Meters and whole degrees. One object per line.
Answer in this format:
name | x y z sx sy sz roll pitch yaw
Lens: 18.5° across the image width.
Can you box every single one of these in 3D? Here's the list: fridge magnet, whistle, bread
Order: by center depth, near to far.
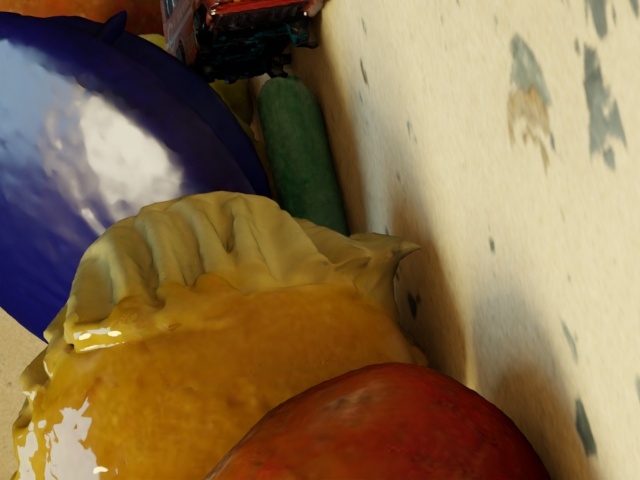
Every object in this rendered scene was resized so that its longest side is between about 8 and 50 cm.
bread | -0.051 0.170 0.990 0.183 0.236 0.388 -111 13 -57
whistle | 0.000 0.000 1.093 0.039 0.039 0.186 122 137 -75
fridge magnet | -0.128 -0.023 1.115 0.265 0.113 0.265 23 141 20

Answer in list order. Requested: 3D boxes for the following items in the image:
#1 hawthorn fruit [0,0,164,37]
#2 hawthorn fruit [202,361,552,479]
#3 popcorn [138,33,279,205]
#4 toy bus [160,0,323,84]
hawthorn fruit | -0.172 -0.181 1.484 0.179 0.179 0.200 103 171 -67
hawthorn fruit | 0.023 0.128 0.772 0.188 0.169 0.169 118 140 -80
popcorn | -0.114 -0.043 1.319 0.203 0.200 0.226 -60 -8 -27
toy bus | -0.050 -0.141 1.116 0.235 0.073 0.096 146 113 -78
